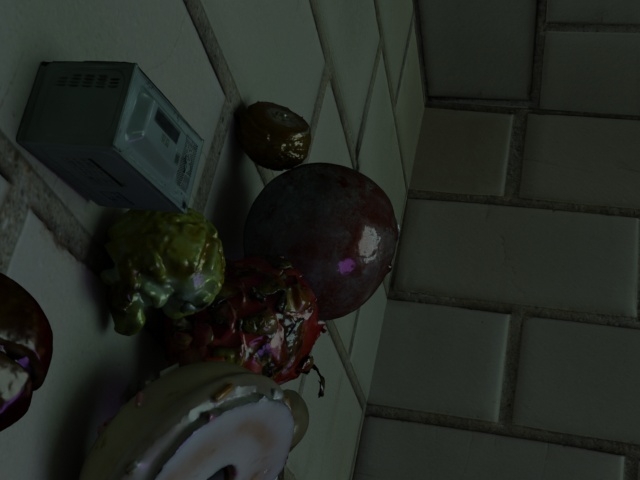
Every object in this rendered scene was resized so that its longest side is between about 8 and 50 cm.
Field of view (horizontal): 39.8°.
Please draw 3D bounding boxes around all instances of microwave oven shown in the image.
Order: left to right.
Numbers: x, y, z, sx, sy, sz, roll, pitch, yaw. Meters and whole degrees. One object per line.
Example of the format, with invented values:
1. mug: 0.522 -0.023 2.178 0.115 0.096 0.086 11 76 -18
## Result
1. microwave oven: -0.261 -0.132 1.147 0.208 0.162 0.123 52 45 -64

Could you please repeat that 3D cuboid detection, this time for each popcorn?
1. popcorn: -0.239 0.048 1.304 0.212 0.198 0.198 -46 156 -9

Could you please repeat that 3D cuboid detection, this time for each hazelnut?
1. hazelnut: -0.369 0.122 0.866 0.204 0.177 0.178 -63 155 -42

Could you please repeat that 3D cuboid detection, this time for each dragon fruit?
1. dragon fruit: -0.149 0.164 1.534 0.291 0.250 0.269 -32 122 -43

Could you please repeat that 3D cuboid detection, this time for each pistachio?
1. pistachio: -0.095 0.424 2.079 0.215 0.143 0.144 -48 143 -75

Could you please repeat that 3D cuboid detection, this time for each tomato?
1. tomato: 0.000 0.000 1.747 0.282 0.316 0.317 28 63 -34

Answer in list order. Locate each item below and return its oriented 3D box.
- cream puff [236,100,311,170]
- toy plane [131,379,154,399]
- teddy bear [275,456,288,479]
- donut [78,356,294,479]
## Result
1. cream puff: -0.094 -0.204 1.779 0.115 0.150 0.165 -67 -147 33
2. toy plane: -0.289 0.282 1.445 0.111 0.040 0.102 83 21 -44
3. teddy bear: -0.161 0.435 1.712 0.140 0.190 0.177 87 21 -54
4. donut: -0.206 0.341 1.344 0.382 0.142 0.383 -33 143 -29
